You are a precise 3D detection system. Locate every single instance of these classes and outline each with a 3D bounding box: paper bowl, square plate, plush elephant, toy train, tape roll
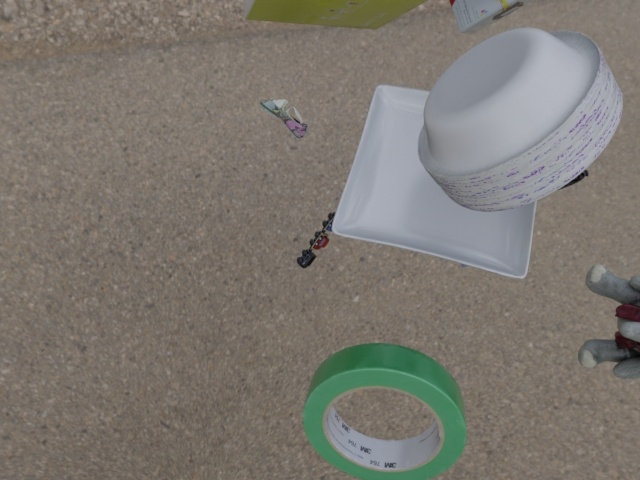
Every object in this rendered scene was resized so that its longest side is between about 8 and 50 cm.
[{"bbox_3d":[0.272,-0.196,0.712,0.148,0.284,0.285,41,52,-29],"label":"paper bowl"},{"bbox_3d":[0.230,-0.122,0.897,0.343,0.049,0.348,14,70,11],"label":"square plate"},{"bbox_3d":[0.792,0.223,1.112,0.329,0.255,0.272,14,93,23],"label":"plush elephant"},{"bbox_3d":[0.000,0.000,1.073,0.036,0.158,0.027,46,19,31],"label":"toy train"},{"bbox_3d":[0.127,0.356,0.961,0.320,0.322,0.077,23,30,0],"label":"tape roll"}]

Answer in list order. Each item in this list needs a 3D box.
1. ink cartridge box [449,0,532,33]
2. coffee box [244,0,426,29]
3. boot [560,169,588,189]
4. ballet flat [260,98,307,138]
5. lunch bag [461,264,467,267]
[{"bbox_3d":[0.360,-0.531,0.981,0.072,0.175,0.128,-22,93,-45],"label":"ink cartridge box"},{"bbox_3d":[0.029,-0.641,0.958,0.337,0.337,0.335,-2,102,-16],"label":"coffee box"},{"bbox_3d":[0.731,-0.231,1.622,0.262,0.091,0.229,-19,31,4],"label":"boot"},{"bbox_3d":[-0.131,-0.483,1.805,0.221,0.079,0.077,43,24,10],"label":"ballet flat"},{"bbox_3d":[0.309,0.009,0.927,0.053,0.083,0.071,-11,84,-45],"label":"lunch bag"}]
